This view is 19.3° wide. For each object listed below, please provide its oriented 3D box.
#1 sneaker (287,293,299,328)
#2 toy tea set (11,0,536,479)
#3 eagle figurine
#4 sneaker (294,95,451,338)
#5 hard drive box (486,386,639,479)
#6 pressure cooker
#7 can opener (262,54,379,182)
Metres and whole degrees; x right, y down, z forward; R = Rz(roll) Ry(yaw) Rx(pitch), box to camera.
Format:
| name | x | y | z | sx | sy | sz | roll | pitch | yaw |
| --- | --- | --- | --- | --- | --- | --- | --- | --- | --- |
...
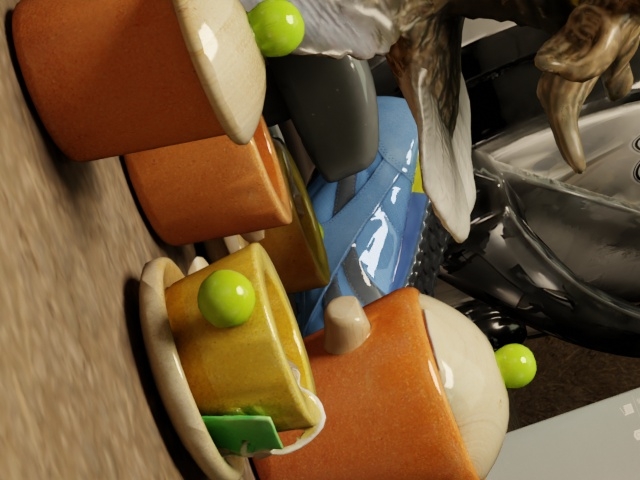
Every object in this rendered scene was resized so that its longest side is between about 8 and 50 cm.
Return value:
| name | x | y | z | sx | sy | sz | roll | pitch | yaw |
| --- | --- | --- | --- | --- | --- | --- | --- | --- | --- |
| sneaker | 0.013 | 0.052 | 1.003 | 0.053 | 0.059 | 0.144 | 62 | 12 | -60 |
| toy tea set | 0.000 | 0.000 | 0.735 | 0.336 | 0.124 | 0.200 | 53 | 19 | -71 |
| eagle figurine | 0.014 | -0.167 | 0.785 | 0.225 | 0.298 | 0.226 | -60 | 172 | -24 |
| sneaker | 0.013 | 0.023 | 0.958 | 0.069 | 0.082 | 0.209 | 60 | 43 | -63 |
| hard drive box | 0.164 | 0.186 | 1.105 | 0.089 | 0.232 | 0.181 | -104 | 173 | -45 |
| pressure cooker | 0.147 | -0.114 | 1.277 | 0.375 | 0.369 | 0.420 | 95 | -18 | -62 |
| can opener | -0.058 | -0.154 | 0.916 | 0.074 | 0.093 | 0.280 | -87 | 153 | -72 |
